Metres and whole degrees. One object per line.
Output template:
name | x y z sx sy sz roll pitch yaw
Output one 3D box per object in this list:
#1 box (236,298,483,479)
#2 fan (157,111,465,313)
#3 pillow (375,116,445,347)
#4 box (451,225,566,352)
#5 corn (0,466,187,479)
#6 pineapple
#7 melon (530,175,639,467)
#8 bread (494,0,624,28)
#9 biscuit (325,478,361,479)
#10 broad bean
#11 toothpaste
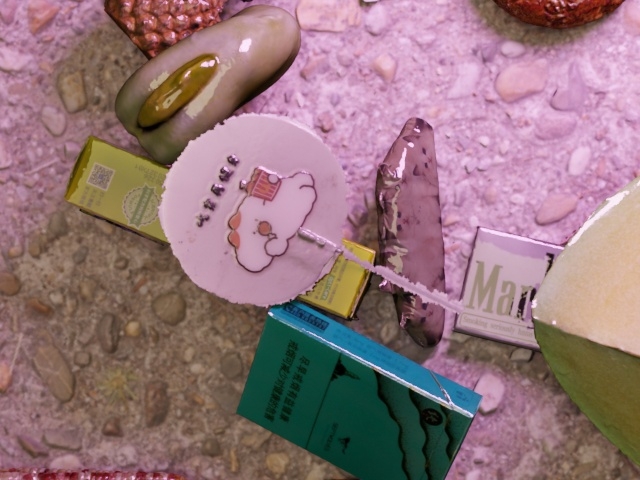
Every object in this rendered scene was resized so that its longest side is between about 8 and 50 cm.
box | 0.035 0.167 1.695 0.226 0.161 0.042 26 44 9
fan | 0.000 0.000 1.653 0.329 0.009 0.191 28 86 -11
pillow | 0.089 -0.009 1.735 0.051 0.093 0.241 -3 88 40
box | 0.234 0.059 1.746 0.177 0.036 0.115 13 87 5
corn | -0.243 0.271 1.747 0.237 0.079 0.080 -3 86 0
pineapple | -0.089 -0.293 1.746 0.277 0.119 0.130 -42 49 0
melon | 0.415 0.055 1.651 0.331 0.226 0.343 42 65 -1
bread | 0.249 -0.309 1.756 0.193 0.064 0.193 0 83 3
biscuit | 0.074 0.384 1.733 0.204 0.040 0.309 -20 86 2
broad bean | -0.108 -0.165 1.698 0.100 0.228 0.169 49 127 -2
toothpaste | -0.101 -0.011 1.734 0.327 0.110 0.077 22 86 5
